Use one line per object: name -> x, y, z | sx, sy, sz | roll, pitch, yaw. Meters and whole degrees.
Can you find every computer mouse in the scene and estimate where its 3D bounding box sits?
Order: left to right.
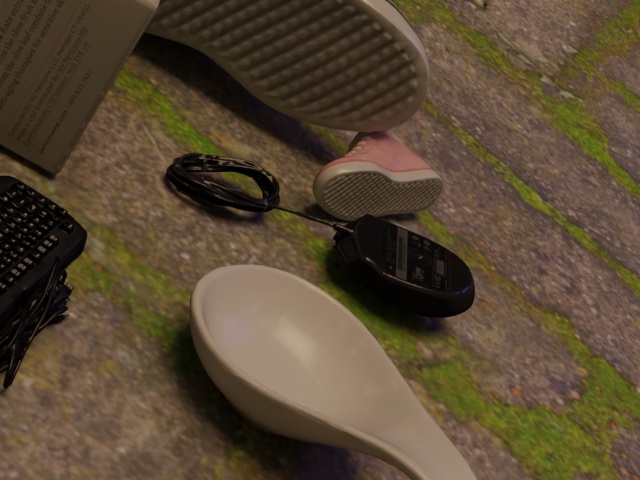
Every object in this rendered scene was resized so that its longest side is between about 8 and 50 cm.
computer mouse -> 0.000, 0.000, 1.086 | 0.242, 0.041, 0.071 | 24, 34, -9

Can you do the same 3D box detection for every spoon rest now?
spoon rest -> 0.021, 0.114, 0.903 | 0.137, 0.084, 0.276 | -5, 52, -49

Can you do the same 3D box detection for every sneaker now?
sneaker -> -0.060, -0.197, 1.170 | 0.321, 0.126, 0.127 | 24, 32, -7
sneaker -> 0.030, -0.055, 1.171 | 0.134, 0.051, 0.070 | -2, 43, -47

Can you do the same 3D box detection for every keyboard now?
keyboard -> -0.185, 0.016, 0.868 | 0.100, 0.038, 0.192 | 37, 32, -1

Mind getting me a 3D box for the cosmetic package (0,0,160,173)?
cosmetic package -> -0.278, -0.229, 0.983 | 0.365, 0.155, 0.197 | 29, 31, -12
